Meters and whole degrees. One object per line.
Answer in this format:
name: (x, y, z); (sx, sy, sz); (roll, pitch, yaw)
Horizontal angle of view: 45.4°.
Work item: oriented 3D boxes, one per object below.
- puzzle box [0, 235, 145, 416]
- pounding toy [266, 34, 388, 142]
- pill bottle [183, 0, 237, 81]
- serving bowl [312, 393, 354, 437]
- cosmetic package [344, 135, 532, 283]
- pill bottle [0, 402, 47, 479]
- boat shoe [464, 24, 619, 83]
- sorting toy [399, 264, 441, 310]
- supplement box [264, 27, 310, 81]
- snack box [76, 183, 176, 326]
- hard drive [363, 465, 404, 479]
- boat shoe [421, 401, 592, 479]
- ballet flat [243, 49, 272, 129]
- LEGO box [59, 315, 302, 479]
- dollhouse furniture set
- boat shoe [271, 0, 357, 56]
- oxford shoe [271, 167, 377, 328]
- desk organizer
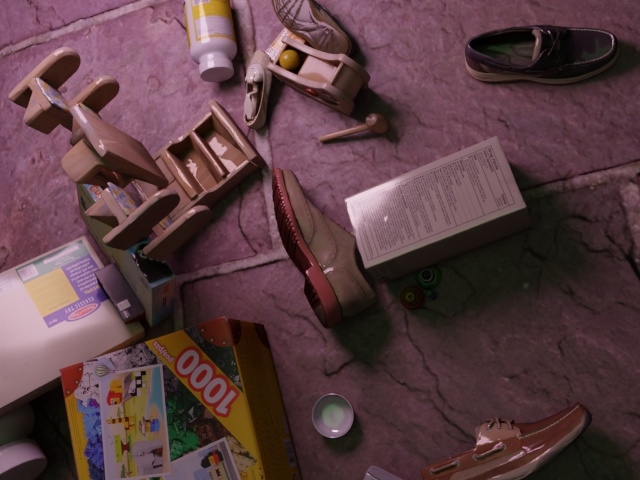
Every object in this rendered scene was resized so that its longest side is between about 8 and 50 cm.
puzzle box: (-0.606, 0.186, 1.576); (0.409, 0.052, 0.272); (-28, 69, -25)
pounding toy: (0.003, -0.291, 1.529); (0.269, 0.154, 0.155); (30, 90, 20)
pill bottle: (-0.237, -0.443, 1.659); (0.103, 0.103, 0.184); (-13, 77, 15)
serving bowl: (0.027, 0.338, 1.475); (0.083, 0.027, 0.083); (-3, 80, 18)
cosmetic package: (0.217, -0.052, 1.430); (0.309, 0.113, 0.160); (-21, 65, 12)
pill bottle: (-0.756, 0.348, 1.615); (0.229, 0.229, 0.408); (-42, 71, 7)
boat shoe: (0.413, -0.357, 1.443); (0.285, 0.092, 0.103); (2, 81, 18)
sorting toy: (0.193, 0.090, 1.460); (0.061, 0.042, 0.102); (33, 91, 20)
supplement box: (-0.078, -0.398, 1.636); (0.062, 0.036, 0.098); (41, 94, 20)
snack box: (-0.409, 0.006, 1.591); (0.060, 0.187, 0.322); (-28, 70, -26)
hard drive: (0.131, 0.576, 1.342); (0.203, 0.040, 0.308); (22, 107, 20)
boat shoe: (0.316, 0.366, 1.333); (0.324, 0.123, 0.116); (-34, 70, 7)
ballet flat: (-0.135, -0.319, 1.609); (0.057, 0.052, 0.168); (6, 98, 29)
LEGO box: (-0.249, 0.438, 1.457); (0.372, 0.193, 0.500); (-19, 75, 13)
dollhouse furniture set: (-0.313, -0.176, 1.481); (0.256, 0.394, 0.362); (-40, 71, 7)
boat shoe: (-0.012, -0.456, 1.608); (0.223, 0.073, 0.080); (45, 113, 16)
oxford shoe: (0.000, 0.000, 1.519); (0.130, 0.123, 0.348); (-19, 72, -14)
desk organizer: (-0.419, 0.116, 1.597); (0.047, 0.050, 0.130); (-29, 71, -22)
